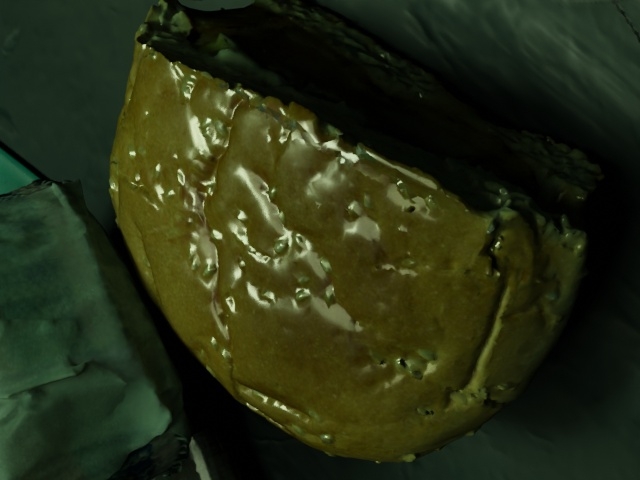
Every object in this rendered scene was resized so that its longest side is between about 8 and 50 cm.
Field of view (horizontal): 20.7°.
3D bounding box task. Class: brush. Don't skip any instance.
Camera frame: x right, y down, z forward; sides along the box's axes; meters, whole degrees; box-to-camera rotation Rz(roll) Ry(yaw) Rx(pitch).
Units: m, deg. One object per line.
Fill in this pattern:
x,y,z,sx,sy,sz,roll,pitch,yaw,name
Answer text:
-0.231,-0.042,1.235,0.193,0.032,0.043,36,129,31,brush

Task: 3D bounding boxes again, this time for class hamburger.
0.000,0.000,0.948,0.309,0.132,0.211,31,125,31,hamburger

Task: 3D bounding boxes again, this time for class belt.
-0.183,0.075,1.052,0.257,0.150,0.207,-4,109,67,belt

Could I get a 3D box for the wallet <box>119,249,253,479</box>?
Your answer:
-0.108,0.168,1.193,0.169,0.044,0.317,-22,89,51,wallet
